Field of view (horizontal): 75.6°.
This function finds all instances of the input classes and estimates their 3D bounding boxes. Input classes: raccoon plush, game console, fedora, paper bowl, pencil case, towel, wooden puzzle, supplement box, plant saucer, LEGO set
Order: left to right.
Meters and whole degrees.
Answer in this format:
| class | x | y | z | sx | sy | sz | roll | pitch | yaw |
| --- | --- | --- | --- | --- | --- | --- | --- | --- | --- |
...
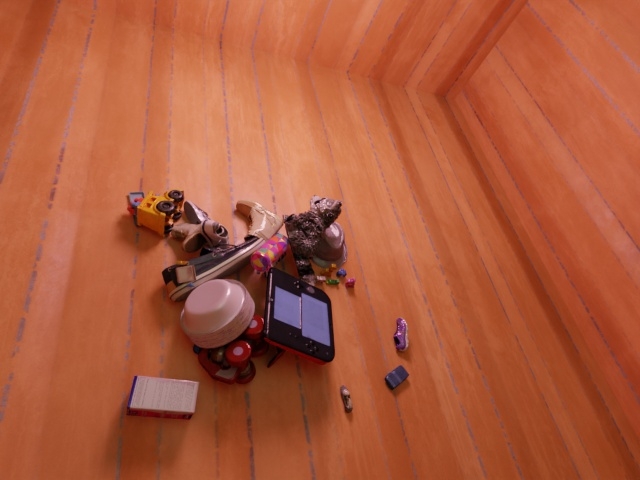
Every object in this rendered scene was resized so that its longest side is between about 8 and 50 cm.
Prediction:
| class | x | y | z | sx | sy | sz | roll | pitch | yaw |
| --- | --- | --- | --- | --- | --- | --- | --- | --- | --- |
| plant saucer | -0.838 | -0.146 | 1.909 | 0.067 | 0.018 | 0.192 | -6 | 58 | -29 |
| supplement box | -0.554 | 0.555 | 1.455 | 0.220 | 0.111 | 0.113 | 11 | 52 | -18 |
| wooden puzzle | -0.540 | 0.135 | 1.657 | 0.079 | 0.014 | 0.116 | -4 | 67 | -13 |
| paper bowl | -0.414 | 0.266 | 1.621 | 0.285 | 0.148 | 0.284 | -14 | 36 | 10 |
| pencil case | -0.223 | 0.056 | 1.859 | 0.104 | 0.104 | 0.236 | 35 | 34 | 2 |
| game console | -0.184 | 0.436 | 1.701 | 0.085 | 0.144 | 0.124 | 43 | 49 | 10 |
| game console | -0.086 | 0.316 | 1.753 | 0.342 | 0.060 | 0.386 | 33 | 32 | -27 |
| raccoon plush | 0.000 | 0.000 | 2.021 | 0.300 | 0.216 | 0.445 | -15 | 96 | -6 |
| fedora | 0.047 | -0.001 | 2.156 | 0.244 | 0.124 | 0.275 | 9 | 52 | -19 |
| LEGO set | 0.076 | 0.169 | 2.062 | 0.227 | 0.093 | 0.086 | 6 | 53 | -22 |
| towel | 0.348 | 0.627 | 1.892 | 0.120 | 0.029 | 0.067 | -23 | 68 | -36 |

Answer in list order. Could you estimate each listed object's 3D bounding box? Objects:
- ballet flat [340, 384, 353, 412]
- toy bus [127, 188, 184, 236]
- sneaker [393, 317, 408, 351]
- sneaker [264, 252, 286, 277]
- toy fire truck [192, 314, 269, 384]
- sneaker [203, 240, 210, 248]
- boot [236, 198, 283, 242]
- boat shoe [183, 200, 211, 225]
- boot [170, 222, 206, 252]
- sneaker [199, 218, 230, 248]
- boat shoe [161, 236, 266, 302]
| class | x | y | z | sx | sy | sz | roll | pitch | yaw |
| --- | --- | --- | --- | --- | --- | --- | --- | --- | --- |
| ballet flat | 0.114 | 0.665 | 1.743 | 0.041 | 0.041 | 0.114 | 2 | 55 | -25 |
| toy bus | -0.748 | -0.153 | 1.873 | 0.212 | 0.149 | 0.220 | 18 | 43 | -3 |
| sneaker | 0.388 | 0.455 | 2.018 | 0.071 | 0.068 | 0.169 | 10 | 52 | -12 |
| sneaker | -0.218 | 0.082 | 1.987 | 0.086 | 0.085 | 0.237 | 8 | 48 | 8 |
| toy fire truck | -0.360 | 0.413 | 1.645 | 0.254 | 0.169 | 0.302 | 13 | 46 | 15 |
| sneaker | -0.521 | 0.016 | 1.927 | 0.083 | 0.037 | 0.031 | 15 | 49 | -17 |
| boot | -0.338 | -0.083 | 2.049 | 0.262 | 0.095 | 0.203 | 30 | 49 | 0 |
| boat shoe | -0.563 | -0.104 | 1.975 | 0.228 | 0.080 | 0.076 | 45 | 33 | 14 |
| boot | -0.598 | -0.017 | 1.838 | 0.165 | 0.077 | 0.213 | 5 | 31 | 17 |
| sneaker | -0.453 | -0.016 | 1.864 | 0.095 | 0.235 | 0.090 | 1 | 66 | 15 |
| boat shoe | -0.455 | 0.088 | 1.811 | 0.500 | 0.187 | 0.156 | -29 | 78 | -33 |
